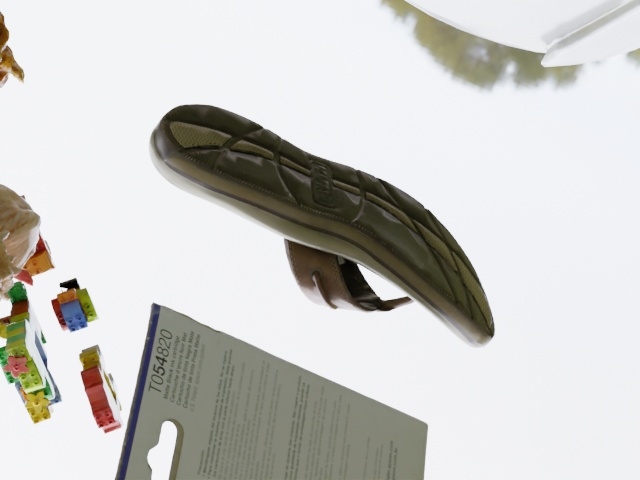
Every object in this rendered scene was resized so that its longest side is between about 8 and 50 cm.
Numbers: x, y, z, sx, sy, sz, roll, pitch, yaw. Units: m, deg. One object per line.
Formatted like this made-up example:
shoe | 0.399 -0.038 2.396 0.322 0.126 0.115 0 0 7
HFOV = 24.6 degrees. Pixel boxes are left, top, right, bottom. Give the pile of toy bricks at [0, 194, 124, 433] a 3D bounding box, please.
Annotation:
pile of toy bricks | -0.236 0.083 1.176 0.118 0.212 0.105 -20 -152 -1

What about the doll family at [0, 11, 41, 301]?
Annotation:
doll family | -0.188 -0.038 0.477 0.163 0.118 0.263 -24 -157 -33

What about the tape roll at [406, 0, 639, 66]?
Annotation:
tape roll | 0.088 -0.212 0.524 0.286 0.100 0.286 12 -113 -31

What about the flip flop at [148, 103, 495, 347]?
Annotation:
flip flop | 0.000 0.000 1.017 0.277 0.080 0.112 25 -153 -16

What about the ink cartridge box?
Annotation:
ink cartridge box | -0.037 0.176 0.927 0.224 0.045 0.223 27 -132 -22
